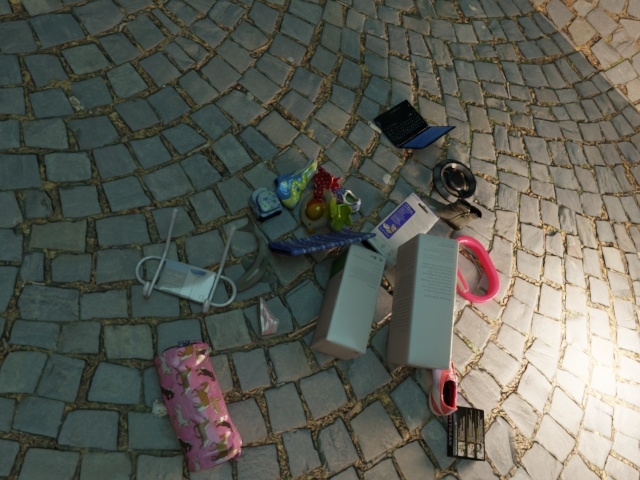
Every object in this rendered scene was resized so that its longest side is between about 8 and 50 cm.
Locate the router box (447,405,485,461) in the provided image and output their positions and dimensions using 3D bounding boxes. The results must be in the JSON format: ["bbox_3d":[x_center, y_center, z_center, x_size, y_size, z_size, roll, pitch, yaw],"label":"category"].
[{"bbox_3d":[0.531,0.700,1.793,0.133,0.046,0.179,14,65,-13],"label":"router box"}]

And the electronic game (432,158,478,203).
[{"bbox_3d":[0.604,-0.262,2.203,0.229,0.048,0.230,7,66,-17],"label":"electronic game"}]

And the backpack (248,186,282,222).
[{"bbox_3d":[-0.209,-0.144,1.859,0.105,0.084,0.114,-27,77,-28],"label":"backpack"}]

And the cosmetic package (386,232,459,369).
[{"bbox_3d":[0.368,0.226,1.781,0.161,0.230,0.454,11,75,-8],"label":"cosmetic package"}]

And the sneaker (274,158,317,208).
[{"bbox_3d":[-0.105,-0.246,1.932,0.126,0.091,0.240,28,64,-6],"label":"sneaker"}]

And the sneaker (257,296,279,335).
[{"bbox_3d":[-0.183,0.264,1.724,0.070,0.051,0.135,-1,73,-21],"label":"sneaker"}]

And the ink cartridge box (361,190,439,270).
[{"bbox_3d":[0.330,-0.044,2.014,0.165,0.065,0.332,47,64,4],"label":"ink cartridge box"}]

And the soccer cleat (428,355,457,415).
[{"bbox_3d":[0.459,0.479,1.817,0.108,0.116,0.319,11,66,-14],"label":"soccer cleat"}]

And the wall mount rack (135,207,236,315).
[{"bbox_3d":[-0.436,0.077,1.651,0.349,0.130,0.304,17,68,-6],"label":"wall mount rack"}]

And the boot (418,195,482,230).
[{"bbox_3d":[0.545,-0.144,2.072,0.246,0.161,0.084,28,62,-6],"label":"boot"}]

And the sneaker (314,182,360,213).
[{"bbox_3d":[0.072,-0.191,1.975,0.211,0.081,0.080,29,64,-4],"label":"sneaker"}]

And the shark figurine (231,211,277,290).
[{"bbox_3d":[-0.219,0.047,1.764,0.166,0.116,0.279,9,68,-17],"label":"shark figurine"}]

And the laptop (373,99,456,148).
[{"bbox_3d":[0.418,-0.523,2.196,0.234,0.136,0.264,-35,83,-28],"label":"laptop"}]

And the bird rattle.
[{"bbox_3d":[0.000,-0.142,1.871,0.143,0.207,0.254,17,43,-55],"label":"bird rattle"}]

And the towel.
[{"bbox_3d":[0.000,0.000,1.791,0.335,0.243,0.040,-13,99,-24],"label":"towel"}]

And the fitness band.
[{"bbox_3d":[0.632,0.121,2.061,0.208,0.054,0.291,-16,76,-27],"label":"fitness band"}]

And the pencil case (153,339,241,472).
[{"bbox_3d":[-0.374,0.500,1.505,0.160,0.167,0.386,-1,65,-57],"label":"pencil case"}]

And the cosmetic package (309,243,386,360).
[{"bbox_3d":[0.101,0.223,1.756,0.155,0.197,0.366,23,62,-10],"label":"cosmetic package"}]
